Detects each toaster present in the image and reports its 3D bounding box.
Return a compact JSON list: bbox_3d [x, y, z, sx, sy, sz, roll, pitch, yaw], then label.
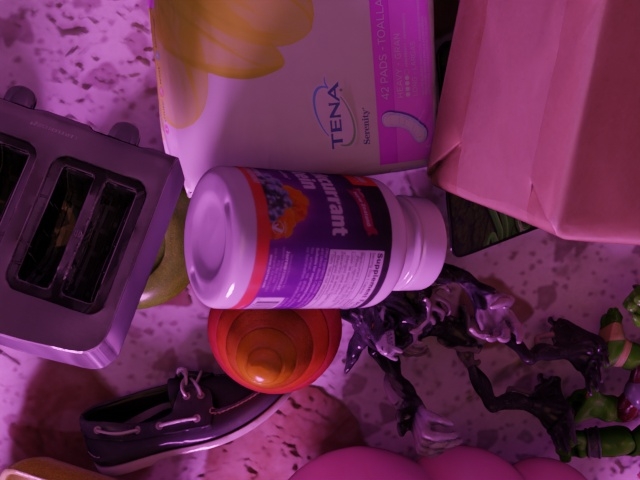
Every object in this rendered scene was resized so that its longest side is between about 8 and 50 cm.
[{"bbox_3d":[-0.202,-0.004,0.628,0.168,0.110,0.185,20,76,-3],"label":"toaster"}]

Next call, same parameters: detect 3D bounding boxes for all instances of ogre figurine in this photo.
[{"bbox_3d":[0.317,0.147,0.887,0.118,0.097,0.197,20,92,-1],"label":"ogre figurine"}]

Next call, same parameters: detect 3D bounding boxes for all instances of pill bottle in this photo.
[{"bbox_3d":[0.000,0.000,0.718,0.193,0.108,0.108,2,108,-30],"label":"pill bottle"}]

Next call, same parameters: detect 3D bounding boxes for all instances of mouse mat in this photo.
[{"bbox_3d":[0.164,-0.090,0.803,0.152,0.007,0.189,-18,112,-33],"label":"mouse mat"}]

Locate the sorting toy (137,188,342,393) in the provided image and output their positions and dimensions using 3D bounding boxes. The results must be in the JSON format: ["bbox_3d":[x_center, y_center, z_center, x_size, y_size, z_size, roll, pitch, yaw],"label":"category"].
[{"bbox_3d":[-0.145,0.021,0.741,0.365,0.126,0.127,34,99,-5],"label":"sorting toy"}]

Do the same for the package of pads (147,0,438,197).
[{"bbox_3d":[-0.028,-0.191,0.735,0.229,0.101,0.296,-8,107,-6],"label":"package of pads"}]

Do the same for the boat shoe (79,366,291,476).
[{"bbox_3d":[-0.126,0.154,0.841,0.206,0.075,0.065,-22,111,4],"label":"boat shoe"}]

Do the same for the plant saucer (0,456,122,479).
[{"bbox_3d":[-0.222,0.277,0.855,0.188,0.045,0.188,22,126,-14],"label":"plant saucer"}]

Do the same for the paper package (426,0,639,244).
[{"bbox_3d":[0.280,-0.155,0.711,0.325,0.168,0.309,2,105,-26],"label":"paper package"}]

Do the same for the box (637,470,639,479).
[{"bbox_3d":[0.478,0.255,0.923,0.257,0.122,0.128,21,102,-13],"label":"box"}]

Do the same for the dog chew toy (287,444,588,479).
[{"bbox_3d":[0.119,0.287,0.855,0.332,0.206,0.206,-6,107,-15],"label":"dog chew toy"}]

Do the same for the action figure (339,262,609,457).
[{"bbox_3d":[0.127,0.101,0.825,0.276,0.141,0.164,18,113,-14],"label":"action figure"}]
